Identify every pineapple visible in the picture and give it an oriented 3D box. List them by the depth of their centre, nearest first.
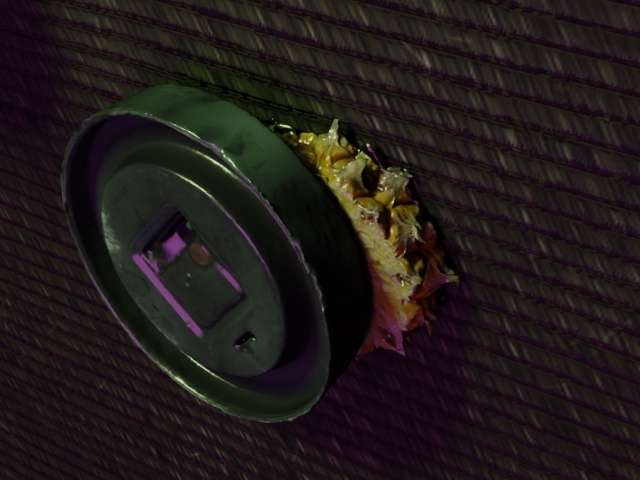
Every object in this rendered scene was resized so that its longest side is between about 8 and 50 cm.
[{"bbox_3d":[0.000,0.000,0.997,0.221,0.047,0.221,24,134,27],"label":"pineapple"}]

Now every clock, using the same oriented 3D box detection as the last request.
[{"bbox_3d":[-0.083,0.013,1.015,0.280,0.055,0.280,28,138,28],"label":"clock"}]
